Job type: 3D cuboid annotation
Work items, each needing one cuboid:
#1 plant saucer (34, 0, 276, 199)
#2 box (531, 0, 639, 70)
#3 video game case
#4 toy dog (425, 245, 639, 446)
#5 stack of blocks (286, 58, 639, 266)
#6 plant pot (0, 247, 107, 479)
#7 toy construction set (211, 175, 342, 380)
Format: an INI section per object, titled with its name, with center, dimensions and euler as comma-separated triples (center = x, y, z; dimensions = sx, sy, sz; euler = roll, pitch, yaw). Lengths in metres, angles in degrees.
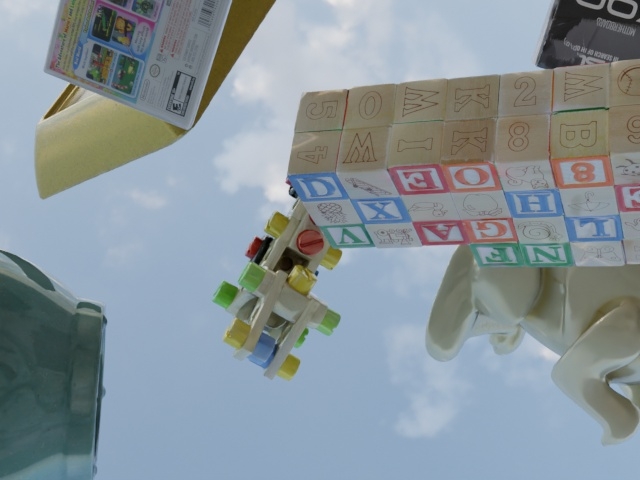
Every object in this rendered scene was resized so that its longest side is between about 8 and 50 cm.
[plant saucer]
center = -0.223, -0.228, 1.389
dimensions = 0.081, 0.332, 0.333
euler = 47, -129, -26
[box]
center = 0.387, -0.243, 1.040
dimensions = 0.307, 0.243, 0.076
euler = 18, -164, 2
[video game case]
center = -0.157, -0.192, 0.938
dimensions = 0.143, 0.157, 0.019
euler = 22, -152, 0
[toy dog]
center = 0.405, 0.062, 1.358
dimensions = 0.284, 0.407, 0.396
euler = 21, -92, -58
[stack of blocks]
center = 0.142, -0.054, 0.903
dimensions = 0.171, 0.297, 0.087
euler = 58, -145, -55
[plant pot]
center = -0.298, 0.138, 0.991
dimensions = 0.196, 0.293, 0.293
euler = 4, -116, -9
[toy construction set]
center = 0.000, 0.000, 1.230
dimensions = 0.151, 0.215, 0.328
euler = 45, -98, -10
